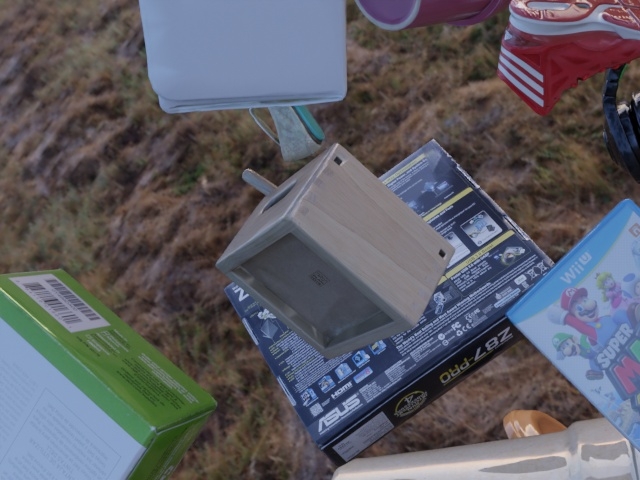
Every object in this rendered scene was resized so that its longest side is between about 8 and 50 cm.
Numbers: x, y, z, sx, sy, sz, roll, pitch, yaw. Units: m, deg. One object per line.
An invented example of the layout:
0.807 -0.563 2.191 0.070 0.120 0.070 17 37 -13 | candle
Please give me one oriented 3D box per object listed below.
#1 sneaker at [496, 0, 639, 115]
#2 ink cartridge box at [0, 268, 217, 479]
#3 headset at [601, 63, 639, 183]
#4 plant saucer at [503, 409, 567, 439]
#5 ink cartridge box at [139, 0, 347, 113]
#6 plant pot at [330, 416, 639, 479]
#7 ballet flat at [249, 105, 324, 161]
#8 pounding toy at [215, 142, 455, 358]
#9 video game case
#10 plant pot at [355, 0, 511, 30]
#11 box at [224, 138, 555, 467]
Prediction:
0.300 -0.211 1.019 0.087 0.221 0.128 -101 19 -46 | sneaker
-0.234 0.178 0.706 0.189 0.097 0.255 37 104 17 | ink cartridge box
0.513 -0.151 1.250 0.244 0.394 0.185 6 31 13 | headset
0.350 0.313 1.277 0.037 0.200 0.200 -51 33 15 | plant saucer
-0.046 -0.236 0.606 0.122 0.211 0.289 -3 31 2 | ink cartridge box
0.168 0.336 0.896 0.306 0.333 0.333 -4 51 13 | plant pot
-0.057 -0.154 0.882 0.052 0.168 0.057 -29 2 18 | ballet flat
0.000 0.000 0.628 0.141 0.130 0.100 -31 22 55 | pounding toy
0.229 0.070 0.617 0.119 0.166 0.015 -44 -5 1 | video game case
0.141 -0.362 1.159 0.180 0.201 0.201 -33 22 -32 | plant pot
0.097 0.077 1.262 0.395 0.097 0.318 -36 53 -2 | box
